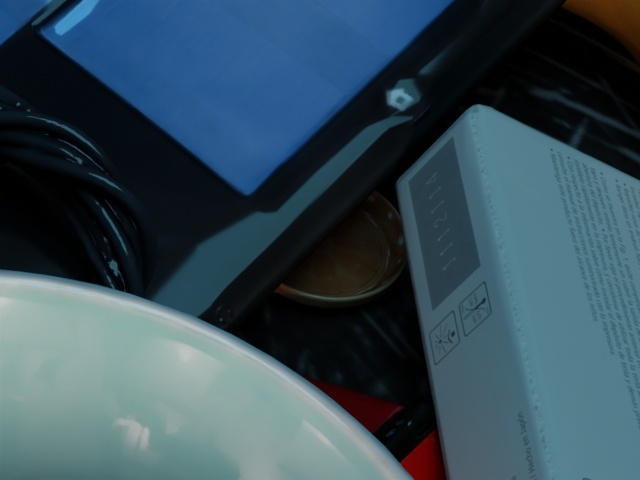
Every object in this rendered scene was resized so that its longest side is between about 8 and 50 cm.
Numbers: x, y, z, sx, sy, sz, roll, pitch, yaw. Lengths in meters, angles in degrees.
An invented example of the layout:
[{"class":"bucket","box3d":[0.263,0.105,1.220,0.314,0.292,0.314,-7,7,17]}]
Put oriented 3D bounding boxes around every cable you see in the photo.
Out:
[{"class":"cable","box3d":[-0.153,0.009,0.695,0.184,0.047,0.150,35,80,14]}]

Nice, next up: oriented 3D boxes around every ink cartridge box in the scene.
[{"class":"ink cartridge box","box3d":[0.169,0.104,0.719,0.261,0.066,0.296,21,41,-28]}]

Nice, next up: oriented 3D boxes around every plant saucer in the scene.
[{"class":"plant saucer","box3d":[0.000,0.000,0.806,0.083,0.013,0.083,8,47,-9]}]

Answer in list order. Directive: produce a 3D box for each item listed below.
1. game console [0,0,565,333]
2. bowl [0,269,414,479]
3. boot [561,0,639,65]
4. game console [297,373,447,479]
[{"class":"game console","box3d":[-0.082,-0.148,0.830,0.342,0.060,0.386,36,65,20]},{"class":"bowl","box3d":[-0.111,0.175,0.510,0.312,0.163,0.311,8,47,-9]},{"class":"boot","box3d":[0.102,-0.159,0.935,0.211,0.104,0.295,-2,45,-8]},{"class":"game console","box3d":[-0.008,0.129,0.684,0.144,0.085,0.124,-39,97,-38]}]
